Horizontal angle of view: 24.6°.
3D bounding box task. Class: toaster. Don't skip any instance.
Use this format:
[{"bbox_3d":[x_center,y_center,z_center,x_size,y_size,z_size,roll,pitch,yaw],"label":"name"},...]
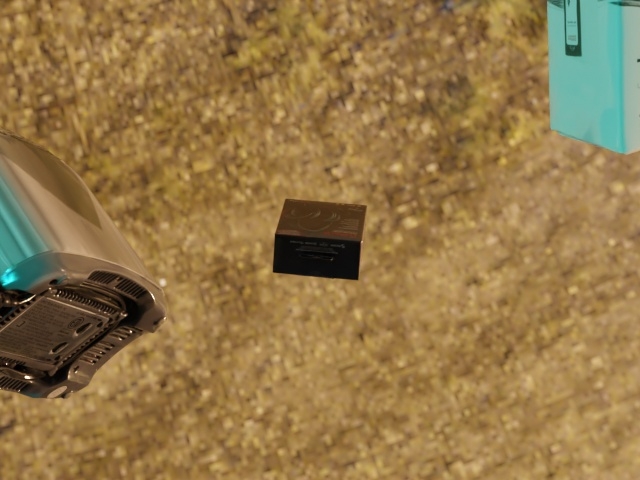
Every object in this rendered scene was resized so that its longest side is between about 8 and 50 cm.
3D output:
[{"bbox_3d":[-0.213,0.012,0.990,0.129,0.146,0.227,-39,158,10],"label":"toaster"}]

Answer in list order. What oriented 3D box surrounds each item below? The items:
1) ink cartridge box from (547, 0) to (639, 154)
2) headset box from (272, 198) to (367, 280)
[{"bbox_3d":[0.236,-0.175,1.004,0.148,0.086,0.203,-16,113,-24],"label":"ink cartridge box"},{"bbox_3d":[0.000,0.000,1.046,0.062,0.083,0.032,5,110,4],"label":"headset box"}]
